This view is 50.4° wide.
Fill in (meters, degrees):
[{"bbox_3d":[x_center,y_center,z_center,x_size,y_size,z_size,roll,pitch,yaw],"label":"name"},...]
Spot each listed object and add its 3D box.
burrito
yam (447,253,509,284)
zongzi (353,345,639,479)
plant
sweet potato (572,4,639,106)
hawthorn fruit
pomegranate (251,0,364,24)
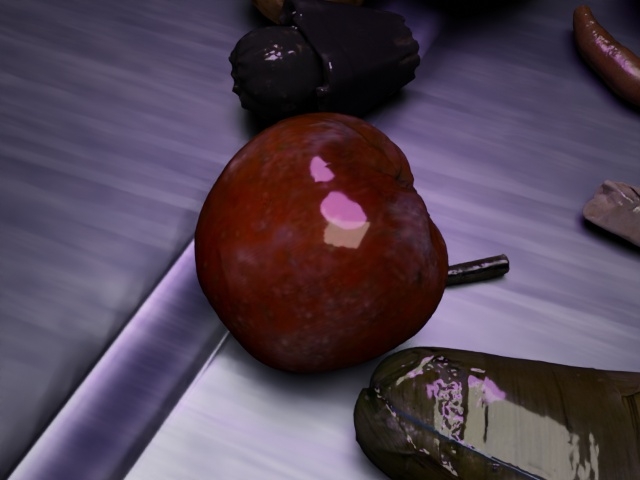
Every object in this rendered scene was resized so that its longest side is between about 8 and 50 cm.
[{"bbox_3d":[0.446,-0.012,0.856,0.226,0.060,0.087,23,86,9],"label":"burrito"},{"bbox_3d":[0.169,0.041,0.848,0.129,0.033,0.027,-10,89,-1],"label":"yam"},{"bbox_3d":[0.181,0.293,0.662,0.322,0.160,0.361,5,71,8],"label":"zongzi"},{"bbox_3d":[0.002,-0.234,0.917,0.256,0.142,0.164,-13,65,-20],"label":"plant"},{"bbox_3d":[0.444,-0.237,0.972,0.078,0.058,0.255,-32,72,-37],"label":"sweet potato"},{"bbox_3d":[0.000,0.000,0.735,0.284,0.284,0.284,0,64,-1],"label":"hawthorn fruit"},{"bbox_3d":[-0.021,-0.416,0.964,0.215,0.215,0.215,0,64,-1],"label":"pomegranate"}]
